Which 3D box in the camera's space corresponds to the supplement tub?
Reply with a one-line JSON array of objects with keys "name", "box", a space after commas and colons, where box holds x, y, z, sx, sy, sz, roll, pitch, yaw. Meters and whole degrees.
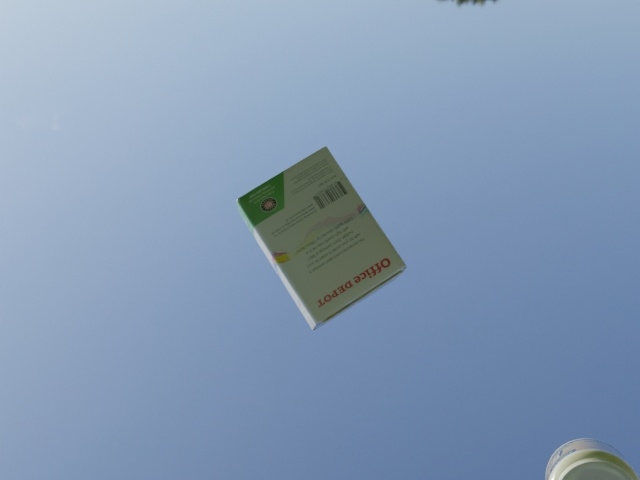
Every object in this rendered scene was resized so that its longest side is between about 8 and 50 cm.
[{"name": "supplement tub", "box": [0.437, 0.401, 1.206, 0.144, 0.144, 0.199, 11, 175, 17]}]

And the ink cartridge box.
[{"name": "ink cartridge box", "box": [0.000, 0.000, 1.082, 0.154, 0.093, 0.212, -32, -100, -10]}]
